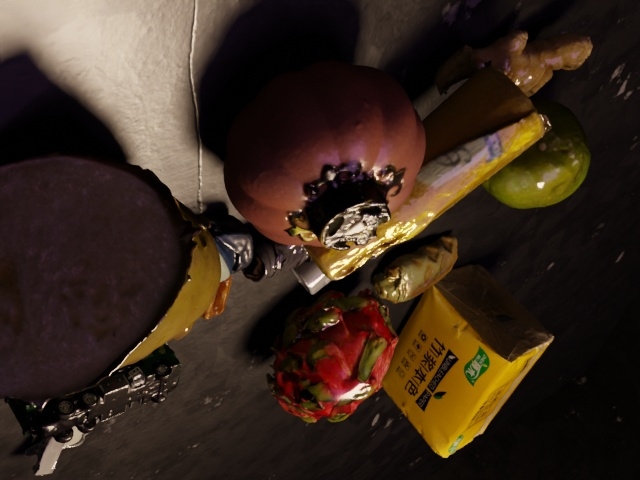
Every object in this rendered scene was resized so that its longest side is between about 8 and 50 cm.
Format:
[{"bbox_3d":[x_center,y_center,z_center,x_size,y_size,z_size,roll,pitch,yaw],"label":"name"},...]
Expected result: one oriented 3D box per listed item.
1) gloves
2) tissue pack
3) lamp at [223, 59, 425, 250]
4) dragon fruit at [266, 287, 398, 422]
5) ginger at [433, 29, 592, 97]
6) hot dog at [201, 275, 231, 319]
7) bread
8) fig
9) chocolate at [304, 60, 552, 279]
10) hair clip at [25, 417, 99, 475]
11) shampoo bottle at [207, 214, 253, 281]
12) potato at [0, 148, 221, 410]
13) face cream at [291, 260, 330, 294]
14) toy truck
[{"bbox_3d":[-0.009,-0.006,1.556,0.285,0.119,0.142,-9,142,-24],"label":"gloves"},{"bbox_3d":[0.347,0.298,2.227,0.228,0.293,0.382,-13,141,-41],"label":"tissue pack"},{"bbox_3d":[0.013,-0.106,1.284,0.305,0.239,0.305,-16,148,-11],"label":"lamp"},{"bbox_3d":[0.028,0.229,1.814,0.303,0.237,0.231,-49,174,-9],"label":"dragon fruit"},{"bbox_3d":[0.337,-0.312,1.590,0.333,0.081,0.148,-6,153,-31],"label":"ginger"},{"bbox_3d":[-0.185,0.079,1.530,0.062,0.038,0.144,-19,142,-32],"label":"hot dog"},{"bbox_3d":[0.218,0.070,1.978,0.232,0.088,0.128,-21,154,-42],"label":"bread"},{"bbox_3d":[0.410,-0.147,1.778,0.233,0.233,0.314,-35,161,-12],"label":"fig"},{"bbox_3d":[0.170,-0.094,1.479,0.445,0.162,0.162,-41,152,-2],"label":"chocolate"},{"bbox_3d":[-0.429,0.310,1.538,0.220,0.054,0.140,-52,146,13],"label":"hair clip"},{"bbox_3d":[-0.268,0.058,1.354,0.359,0.078,0.134,-25,142,-27],"label":"shampoo bottle"},{"bbox_3d":[-0.320,0.064,1.133,0.397,0.290,0.296,-21,170,-5],"label":"potato"},{"bbox_3d":[0.068,-0.006,1.681,0.269,0.073,0.107,-37,-178,-6],"label":"face cream"},{"bbox_3d":[-0.359,0.230,1.434,0.259,0.121,0.088,-19,143,-36],"label":"toy truck"}]
